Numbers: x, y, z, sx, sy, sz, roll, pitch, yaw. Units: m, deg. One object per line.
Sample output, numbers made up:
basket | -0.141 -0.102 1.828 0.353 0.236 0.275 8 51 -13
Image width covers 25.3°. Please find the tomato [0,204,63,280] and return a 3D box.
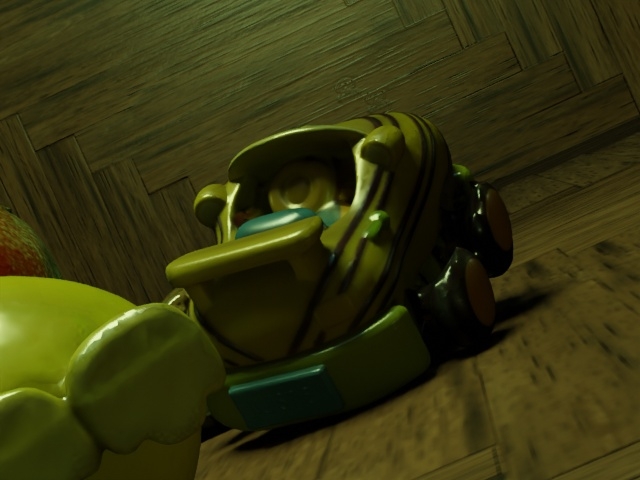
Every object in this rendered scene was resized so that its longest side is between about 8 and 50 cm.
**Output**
tomato | -0.326 0.107 1.076 0.304 0.239 0.303 -26 1 1

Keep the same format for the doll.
doll | -0.151 0.102 0.624 0.199 0.145 0.363 -31 -2 -27

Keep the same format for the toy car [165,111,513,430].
toy car | 0.000 0.000 0.865 0.200 0.142 0.248 -17 23 22

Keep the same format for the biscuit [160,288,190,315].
biscuit | -0.130 0.097 1.019 0.183 0.047 0.320 -51 5 12

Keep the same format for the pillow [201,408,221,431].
pillow | -0.020 0.074 1.028 0.212 0.052 0.208 -27 7 2
